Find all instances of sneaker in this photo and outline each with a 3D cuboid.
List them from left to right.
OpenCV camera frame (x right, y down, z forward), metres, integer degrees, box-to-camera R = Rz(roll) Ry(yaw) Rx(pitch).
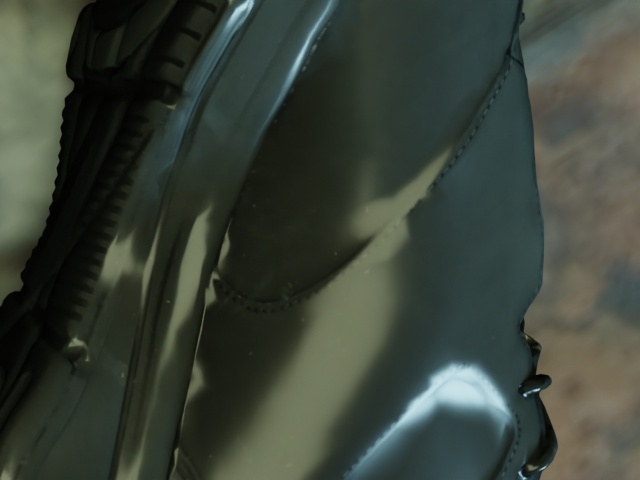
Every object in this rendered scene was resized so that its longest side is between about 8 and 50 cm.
[{"bbox_3d":[0.000,0.000,0.416,0.130,0.109,0.286,22,94,-21],"label":"sneaker"}]
